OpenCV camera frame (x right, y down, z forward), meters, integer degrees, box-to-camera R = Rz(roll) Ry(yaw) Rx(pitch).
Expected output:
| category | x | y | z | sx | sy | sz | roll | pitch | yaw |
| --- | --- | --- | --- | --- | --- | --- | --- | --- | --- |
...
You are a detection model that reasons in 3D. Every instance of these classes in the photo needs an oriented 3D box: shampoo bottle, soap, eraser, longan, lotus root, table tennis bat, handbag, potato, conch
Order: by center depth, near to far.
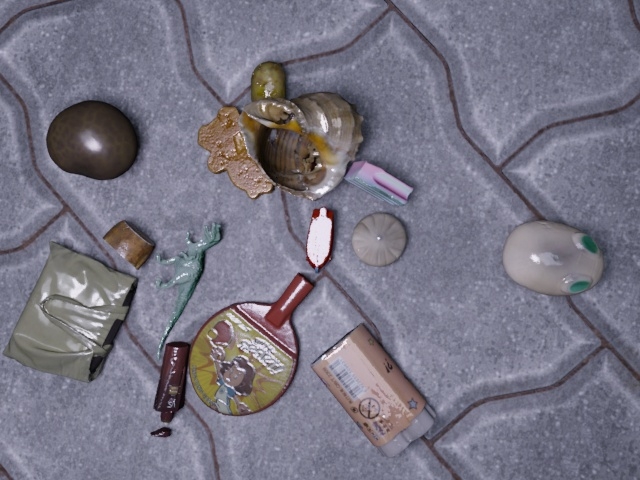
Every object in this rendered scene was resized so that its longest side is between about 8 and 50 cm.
| category | x | y | z | sx | sy | sz | roll | pitch | yaw |
| --- | --- | --- | --- | --- | --- | --- | --- | --- | --- |
| conch | -0.049 | -0.234 | 1.251 | 0.325 | 0.186 | 0.262 | 10 | 90 | -20 |
| eraser | 0.126 | 0.368 | 1.272 | 0.171 | 0.087 | 0.290 | -40 | 85 | 5 |
| soap | 0.138 | -0.141 | 1.277 | 0.149 | 0.100 | 0.056 | 28 | 84 | -20 |
| longan | -0.562 | -0.247 | 1.294 | 0.213 | 0.198 | 0.197 | -4 | 88 | 6 |
| lotus root | -0.481 | 0.011 | 1.313 | 0.122 | 0.112 | 0.081 | 41 | 84 | 6 |
| shampoo bottle | -0.379 | 0.377 | 1.316 | 0.068 | 0.067 | 0.236 | 8 | 91 | 1 |
| table tennis bat | -0.161 | 0.257 | 1.317 | 0.268 | 0.051 | 0.414 | 39 | 94 | 4 |
| potato | -0.132 | -0.386 | 1.321 | 0.092 | 0.070 | 0.137 | 1 | 88 | 5 |
| handbag | -0.633 | 0.191 | 1.322 | 0.254 | 0.109 | 0.315 | 22 | 84 | 1 |

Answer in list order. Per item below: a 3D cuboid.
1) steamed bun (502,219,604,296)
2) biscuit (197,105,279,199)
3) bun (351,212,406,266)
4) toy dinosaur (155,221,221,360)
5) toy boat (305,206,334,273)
| category | x | y | z | sx | sy | sz | roll | pitch | yaw |
| --- | --- | --- | --- | --- | --- | --- | --- | --- | --- |
| steamed bun | 0.551 | 0.043 | 1.227 | 0.228 | 0.131 | 0.176 | 19 | 89 | 7 |
| biscuit | -0.199 | -0.223 | 1.339 | 0.184 | 0.035 | 0.249 | -45 | 86 | 3 |
| bun | 0.145 | -0.004 | 1.278 | 0.139 | 0.094 | 0.138 | 0 | 86 | 1 |
| toy dinosaur | -0.381 | 0.107 | 1.321 | 0.130 | 0.076 | 0.382 | 27 | 98 | -15 |
| toy boat | 0.000 | 0.000 | 1.306 | 0.069 | 0.059 | 0.172 | 6 | 95 | 5 |
